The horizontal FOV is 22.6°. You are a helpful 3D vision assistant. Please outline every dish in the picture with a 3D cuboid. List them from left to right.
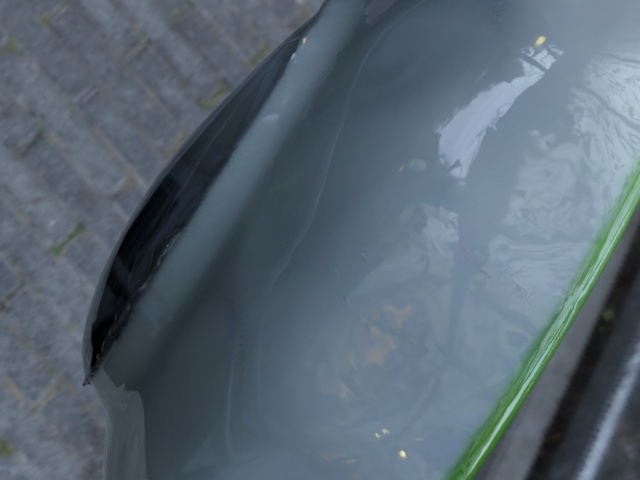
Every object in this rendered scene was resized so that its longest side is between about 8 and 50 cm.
[{"bbox_3d":[0.000,0.000,0.591,0.124,0.324,0.324,32,51,-4],"label":"dish"}]
